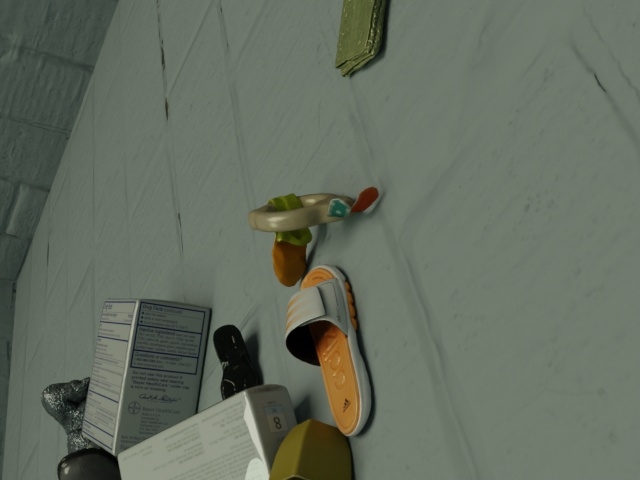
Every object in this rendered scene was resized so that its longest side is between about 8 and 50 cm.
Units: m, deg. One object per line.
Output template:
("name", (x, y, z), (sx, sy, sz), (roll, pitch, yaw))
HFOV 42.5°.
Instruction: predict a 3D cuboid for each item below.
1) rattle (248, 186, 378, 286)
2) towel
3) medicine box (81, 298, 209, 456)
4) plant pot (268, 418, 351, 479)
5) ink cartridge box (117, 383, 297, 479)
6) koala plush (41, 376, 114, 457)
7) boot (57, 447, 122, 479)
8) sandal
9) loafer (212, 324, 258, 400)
("rattle", (0.000, 0.000, 1.133), (0.199, 0.130, 0.143), (1, 91, 36))
("towel", (0.060, -0.317, 1.185), (0.110, 0.027, 0.148), (-11, 71, 62))
("medicine box", (-0.345, 0.262, 1.606), (0.263, 0.149, 0.289), (-7, 73, 62))
("plant pot", (-0.009, 0.273, 1.031), (0.081, 0.081, 0.083), (-41, 32, 51))
("ink cartridge box", (-0.124, 0.431, 1.131), (0.308, 0.091, 0.385), (-31, 68, 34))
("koala plush", (-0.527, 0.431, 1.876), (0.196, 0.203, 0.221), (-30, 65, 56))
("boot", (-0.371, 0.557, 1.496), (0.223, 0.118, 0.338), (45, 154, 58))
("sandal", (-0.001, 0.129, 1.069), (0.102, 0.076, 0.265), (-58, 33, 34))
("loafer", (-0.128, 0.220, 1.320), (0.061, 0.062, 0.170), (69, -173, -62))
